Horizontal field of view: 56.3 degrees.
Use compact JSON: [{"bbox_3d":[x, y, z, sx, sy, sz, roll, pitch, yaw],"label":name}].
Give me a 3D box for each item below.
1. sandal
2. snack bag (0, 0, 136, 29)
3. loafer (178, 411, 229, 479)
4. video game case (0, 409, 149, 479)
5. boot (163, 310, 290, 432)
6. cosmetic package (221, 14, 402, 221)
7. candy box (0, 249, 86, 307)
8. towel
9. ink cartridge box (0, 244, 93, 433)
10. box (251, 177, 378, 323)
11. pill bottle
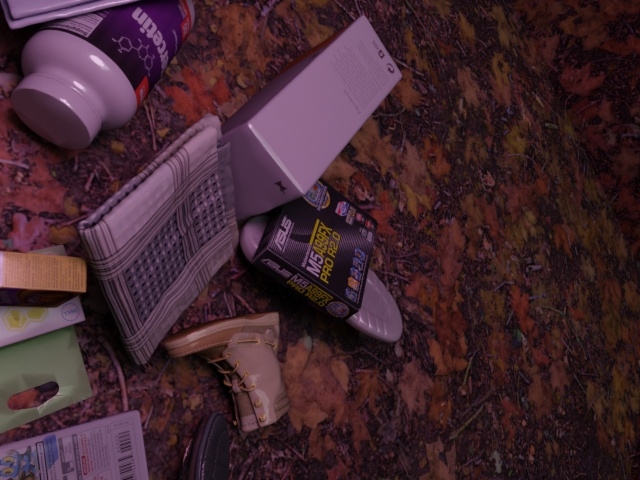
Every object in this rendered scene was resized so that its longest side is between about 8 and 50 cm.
[{"bbox_3d":[0.001,0.086,1.247,0.416,0.102,0.169,35,40,-20],"label":"sandal"},{"bbox_3d":[-0.369,-0.482,0.929,0.323,0.037,0.342,-24,68,-20],"label":"snack bag"},{"bbox_3d":[-0.205,0.408,0.959,0.096,0.084,0.267,60,23,-48],"label":"loafer"},{"bbox_3d":[-0.371,0.435,0.828,0.300,0.036,0.328,-4,82,-45],"label":"video game case"},{"bbox_3d":[-0.151,0.236,1.044,0.262,0.095,0.203,0,80,-59],"label":"boot"},{"bbox_3d":[-0.044,-0.248,1.199,0.161,0.230,0.453,52,48,-20],"label":"cosmetic package"},{"bbox_3d":[-0.413,0.050,0.768,0.187,0.109,0.053,10,68,-41],"label":"candy box"},{"bbox_3d":[-0.223,-0.002,0.951,0.312,0.056,0.324,88,26,-44],"label":"towel"},{"bbox_3d":[-0.422,0.139,0.849,0.171,0.056,0.235,-16,88,-46],"label":"ink cartridge box"},{"bbox_3d":[0.000,0.000,1.182,0.216,0.060,0.270,36,40,-16],"label":"box"},{"bbox_3d":[-0.343,-0.303,0.956,0.181,0.182,0.322,40,54,-29],"label":"pill bottle"}]
